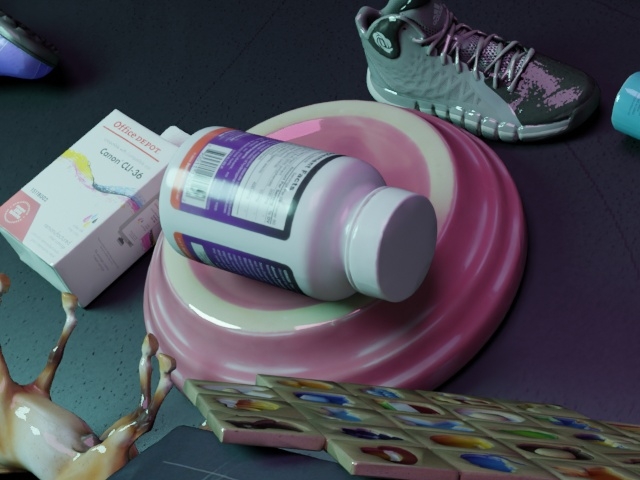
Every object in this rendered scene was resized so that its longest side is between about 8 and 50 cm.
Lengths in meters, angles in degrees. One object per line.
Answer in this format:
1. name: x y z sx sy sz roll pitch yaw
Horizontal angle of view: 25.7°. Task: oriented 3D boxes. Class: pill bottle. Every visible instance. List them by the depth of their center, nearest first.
1. pill bottle: -0.015 -0.016 1.041 0.194 0.108 0.108 16 58 34

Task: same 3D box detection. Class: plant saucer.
1. plant saucer: 0.000 0.000 1.156 0.332 0.084 0.332 -13 46 14

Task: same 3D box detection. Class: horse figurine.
1. horse figurine: -0.191 0.140 1.093 0.263 0.066 0.174 22 101 25

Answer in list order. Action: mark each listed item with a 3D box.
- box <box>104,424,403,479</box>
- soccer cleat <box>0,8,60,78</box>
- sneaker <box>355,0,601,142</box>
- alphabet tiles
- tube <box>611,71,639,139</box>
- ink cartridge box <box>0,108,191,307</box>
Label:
1. box: -0.003 0.342 0.553 0.480 0.297 0.472 8 27 34
2. soccer cleat: -0.406 -0.213 1.532 0.318 0.109 0.116 25 84 36
3. sneaker: 0.123 -0.162 1.213 0.229 0.132 0.086 11 55 32
4. alphabet tiles: 0.094 0.119 0.857 0.343 0.011 0.285 7 2 -13
5. tube: 0.331 -0.076 1.106 0.207 0.052 0.080 28 70 34
6. ink cartridge box: -0.188 -0.045 1.290 0.198 0.067 0.115 -43 47 -17
